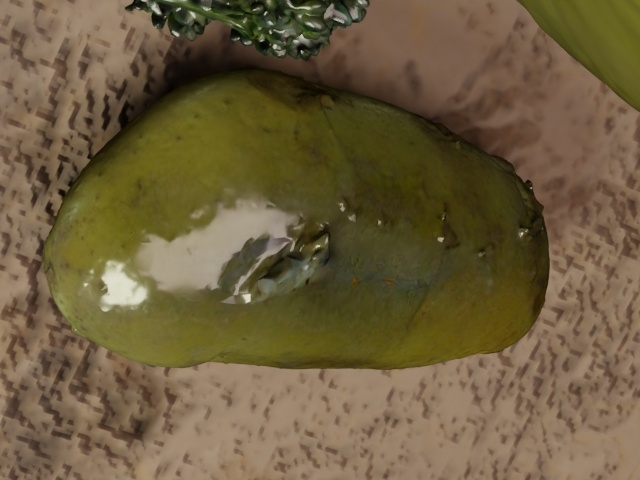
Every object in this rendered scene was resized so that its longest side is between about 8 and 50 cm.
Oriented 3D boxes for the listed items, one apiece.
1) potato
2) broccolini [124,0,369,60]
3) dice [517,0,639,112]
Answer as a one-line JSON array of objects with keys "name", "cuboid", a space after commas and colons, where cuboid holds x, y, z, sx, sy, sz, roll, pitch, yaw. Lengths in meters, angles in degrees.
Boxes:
[{"name": "potato", "cuboid": [0.000, 0.000, 0.677, 0.188, 0.085, 0.105, 10, 112, -29]}, {"name": "broccolini", "cuboid": [-0.161, -0.111, 0.569, 0.392, 0.074, 0.078, 5, 105, -24]}, {"name": "dice", "cuboid": [0.126, -0.185, 0.545, 0.233, 0.238, 0.227, -37, 122, -1]}]
